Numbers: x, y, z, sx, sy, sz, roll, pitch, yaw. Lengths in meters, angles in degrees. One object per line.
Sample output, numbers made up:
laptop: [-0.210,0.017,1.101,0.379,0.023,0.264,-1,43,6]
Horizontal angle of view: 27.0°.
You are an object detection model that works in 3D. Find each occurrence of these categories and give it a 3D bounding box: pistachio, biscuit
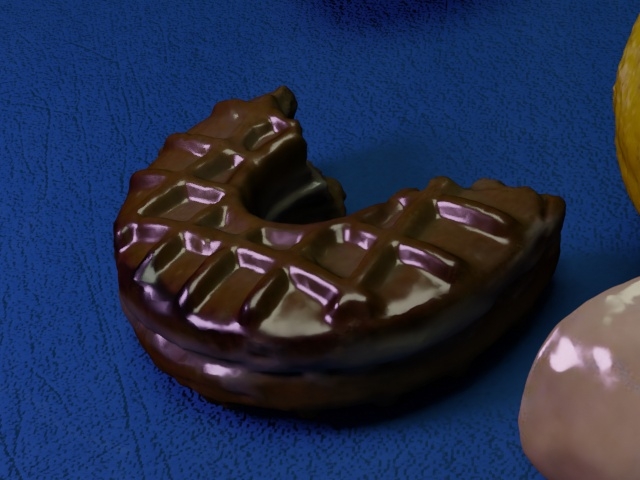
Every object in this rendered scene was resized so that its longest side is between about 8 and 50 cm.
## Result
pistachio: [0.263,0.091,0.727,0.299,0.187,0.187,2,40,19]
biscuit: [-0.018,0.007,1.013,0.366,0.115,0.268,20,48,41]

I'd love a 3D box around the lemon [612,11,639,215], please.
lemon: [0.325,-0.088,0.874,0.285,0.285,0.316,-22,45,-7]
